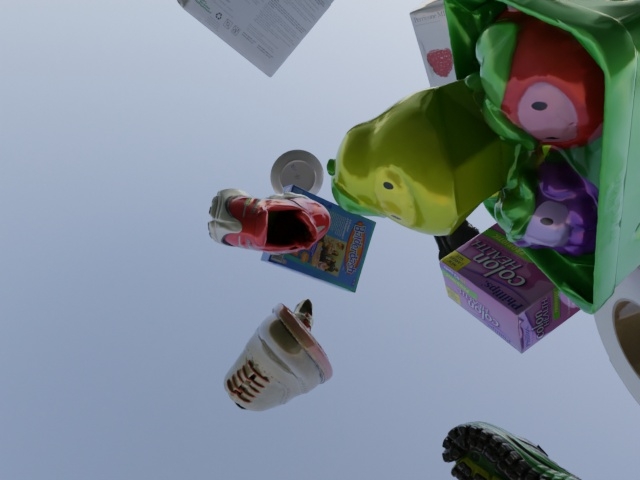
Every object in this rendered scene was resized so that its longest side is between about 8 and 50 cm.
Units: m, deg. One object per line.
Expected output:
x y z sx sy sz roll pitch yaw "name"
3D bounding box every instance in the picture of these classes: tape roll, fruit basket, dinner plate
0.683 0.205 1.016 0.071 0.392 0.392 -18 -127 2 "tape roll"
0.198 -0.094 0.571 0.391 0.392 0.283 -17 -138 -10 "fruit basket"
-0.059 -0.164 1.306 0.141 0.141 0.017 -13 -163 -7 "dinner plate"

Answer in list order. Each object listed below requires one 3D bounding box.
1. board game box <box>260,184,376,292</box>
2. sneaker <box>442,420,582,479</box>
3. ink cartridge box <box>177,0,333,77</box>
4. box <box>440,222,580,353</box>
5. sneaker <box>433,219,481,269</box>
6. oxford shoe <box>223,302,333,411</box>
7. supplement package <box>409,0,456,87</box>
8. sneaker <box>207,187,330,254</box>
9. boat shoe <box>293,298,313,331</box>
0.000 0.000 1.033 0.210 0.047 0.160 23 -100 -26 "board game box"
0.388 0.419 0.862 0.343 0.146 0.134 33 -74 30 "sneaker"
-0.137 -0.633 1.281 0.330 0.324 0.071 -47 -128 13 "ink cartridge box"
0.409 0.065 1.017 0.242 0.117 0.213 -32 -142 -11 "box"
0.356 -0.021 1.333 0.130 0.109 0.287 -19 -104 16 "sneaker"
-0.082 0.224 0.846 0.146 0.397 0.140 -34 -108 -22 "oxford shoe"
0.367 -0.465 1.238 0.177 0.293 0.175 6 -136 42 "supplement package"
-0.048 -0.016 0.776 0.118 0.108 0.279 14 -170 28 "sneaker"
-0.036 0.164 1.037 0.049 0.043 0.137 30 -164 -8 "boat shoe"
